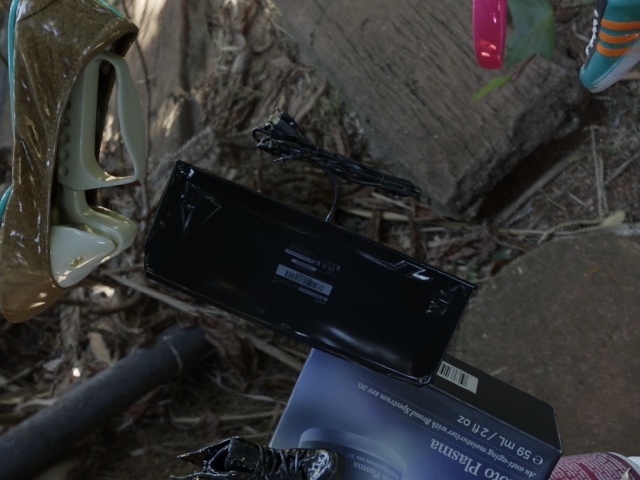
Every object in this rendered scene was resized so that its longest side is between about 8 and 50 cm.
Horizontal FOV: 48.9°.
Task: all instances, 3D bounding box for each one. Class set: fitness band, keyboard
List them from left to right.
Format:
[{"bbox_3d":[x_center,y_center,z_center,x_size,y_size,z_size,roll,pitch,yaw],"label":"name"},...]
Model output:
[{"bbox_3d":[0.000,0.000,0.682,0.033,0.317,0.202,-88,21,-81],"label":"keyboard"},{"bbox_3d":[0.286,-0.433,1.177,0.054,0.209,0.291,1,89,14],"label":"fitness band"}]

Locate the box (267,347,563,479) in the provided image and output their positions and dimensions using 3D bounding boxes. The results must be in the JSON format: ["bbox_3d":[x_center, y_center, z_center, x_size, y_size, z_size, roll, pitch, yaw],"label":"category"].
[{"bbox_3d":[0.091,0.285,0.858,0.296,0.182,0.294,25,99,13],"label":"box"}]

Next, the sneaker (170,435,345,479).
[{"bbox_3d":[-0.066,0.237,0.735,0.170,0.089,0.051,-22,40,30],"label":"sneaker"}]

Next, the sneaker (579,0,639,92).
[{"bbox_3d":[0.465,-0.342,1.066,0.121,0.302,0.108,41,69,5],"label":"sneaker"}]

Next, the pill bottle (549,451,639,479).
[{"bbox_3d":[0.505,0.529,1.353,0.224,0.391,0.224,180,90,-70],"label":"pill bottle"}]

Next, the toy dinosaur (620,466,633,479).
[{"bbox_3d":[0.566,0.436,1.103,0.295,0.127,0.200,-33,60,-29],"label":"toy dinosaur"}]

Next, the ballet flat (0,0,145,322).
[{"bbox_3d":[-0.228,-0.059,0.660,0.124,0.116,0.343,16,109,5],"label":"ballet flat"}]
